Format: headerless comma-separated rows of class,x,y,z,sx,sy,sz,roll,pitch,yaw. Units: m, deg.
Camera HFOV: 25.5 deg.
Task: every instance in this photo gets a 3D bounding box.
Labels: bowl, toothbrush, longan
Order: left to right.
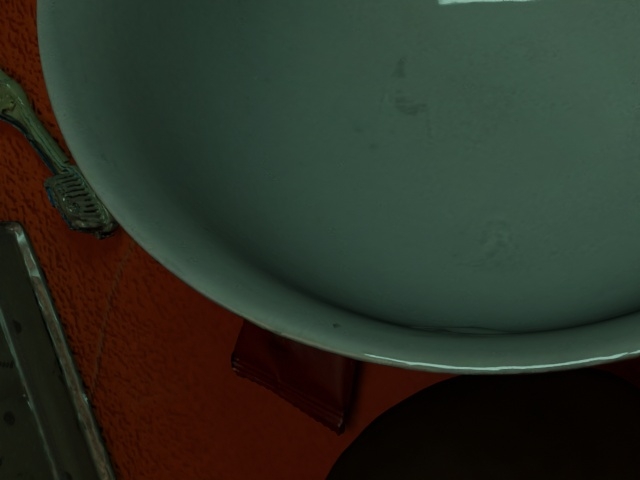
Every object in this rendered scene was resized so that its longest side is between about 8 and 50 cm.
toothbrush,-0.214,-0.107,0.877,0.294,0.028,0.026,50,121,22
bowl,0.072,-0.075,0.572,0.345,0.345,0.157,37,162,24
longan,0.084,0.154,0.625,0.198,0.198,0.212,52,122,15

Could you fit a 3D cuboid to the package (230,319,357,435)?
package,0.000,0.000,0.751,0.083,0.022,0.200,24,113,29

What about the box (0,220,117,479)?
box,-0.310,0.143,0.891,0.297,0.190,0.225,-24,84,35
